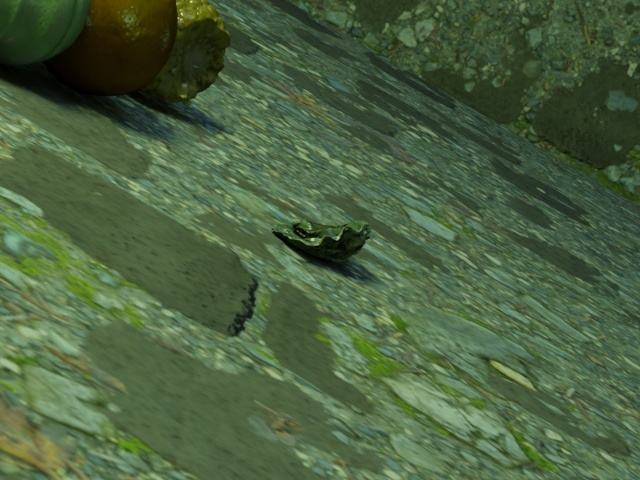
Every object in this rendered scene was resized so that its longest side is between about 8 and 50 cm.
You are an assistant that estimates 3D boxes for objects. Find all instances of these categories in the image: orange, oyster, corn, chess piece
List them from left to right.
[{"bbox_3d":[-0.329,-0.212,1.399,0.139,0.139,0.271,36,26,24],"label":"chess piece"},{"bbox_3d":[-0.269,-0.283,1.724,0.387,0.144,0.144,33,12,14],"label":"corn"},{"bbox_3d":[-0.204,-0.214,1.564,0.156,0.156,0.124,37,45,28],"label":"orange"},{"bbox_3d":[0.000,0.000,1.507,0.100,0.037,0.098,-1,8,-29],"label":"oyster"}]
